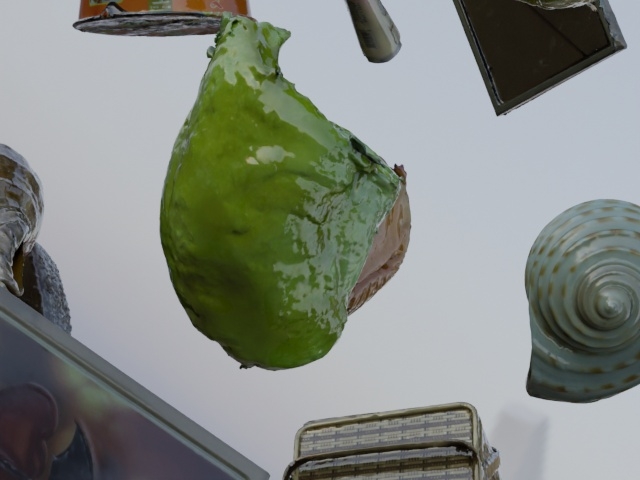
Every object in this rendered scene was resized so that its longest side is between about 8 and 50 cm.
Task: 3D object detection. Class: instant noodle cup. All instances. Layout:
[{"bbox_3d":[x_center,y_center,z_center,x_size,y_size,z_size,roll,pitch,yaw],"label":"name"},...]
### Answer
[{"bbox_3d":[-0.192,-0.352,2.227,0.230,0.182,0.230,0,1,0],"label":"instant noodle cup"}]

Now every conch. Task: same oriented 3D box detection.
[{"bbox_3d":[-0.424,0.041,2.067,0.352,0.210,0.297,-94,179,-73],"label":"conch"},{"bbox_3d":[0.175,0.044,1.107,0.102,0.135,0.153,28,5,23],"label":"conch"}]

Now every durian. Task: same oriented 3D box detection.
[{"bbox_3d":[-0.043,-0.029,1.797,0.256,0.339,0.204,21,5,-30],"label":"durian"}]

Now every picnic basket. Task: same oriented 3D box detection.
[{"bbox_3d":[0.084,0.339,2.000,0.228,0.312,0.175,-8,-45,13],"label":"picnic basket"}]

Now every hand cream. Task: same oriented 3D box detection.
[{"bbox_3d":[0.036,-0.222,1.640,0.143,0.039,0.061,62,-1,-43],"label":"hand cream"}]

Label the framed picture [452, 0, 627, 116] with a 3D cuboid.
[{"bbox_3d":[0.271,-0.356,2.454,0.232,0.024,0.315,-27,-102,43],"label":"framed picture"}]

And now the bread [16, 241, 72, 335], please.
[{"bbox_3d":[-0.348,0.206,2.266,0.165,0.113,0.416,84,-7,-71],"label":"bread"}]

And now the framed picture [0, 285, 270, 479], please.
[{"bbox_3d":[-0.167,0.175,1.185,0.020,0.211,0.289,-20,-49,43],"label":"framed picture"}]

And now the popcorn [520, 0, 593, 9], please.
[{"bbox_3d":[0.251,-0.383,1.849,0.282,0.282,0.247,42,-3,-12],"label":"popcorn"}]

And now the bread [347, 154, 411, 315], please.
[{"bbox_3d":[0.000,0.000,2.281,0.149,0.274,0.274,8,-28,35],"label":"bread"}]
